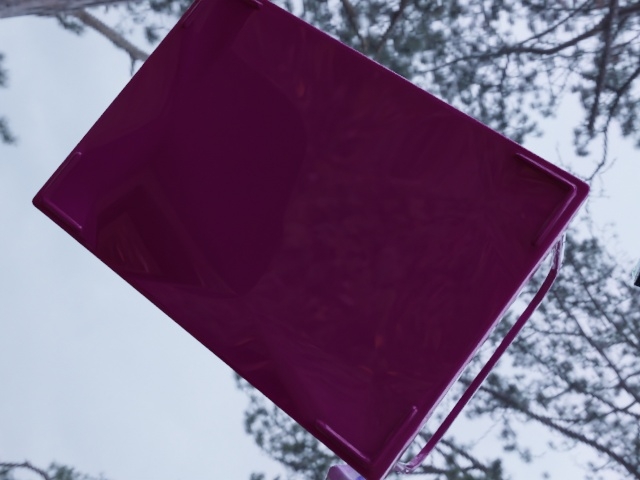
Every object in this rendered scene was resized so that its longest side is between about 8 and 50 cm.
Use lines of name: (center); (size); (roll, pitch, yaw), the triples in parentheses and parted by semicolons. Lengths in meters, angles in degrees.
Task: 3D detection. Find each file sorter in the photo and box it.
file sorter: (0.000, 0.000, 0.578); (0.290, 0.202, 0.182); (35, -7, 22)

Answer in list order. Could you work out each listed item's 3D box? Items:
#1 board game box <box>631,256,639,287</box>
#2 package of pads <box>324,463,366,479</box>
board game box: (0.434, -0.020, 0.865); (0.136, 0.035, 0.201); (18, -60, 7)
package of pads: (0.044, 0.238, 0.744); (0.083, 0.050, 0.032); (43, -67, 40)
